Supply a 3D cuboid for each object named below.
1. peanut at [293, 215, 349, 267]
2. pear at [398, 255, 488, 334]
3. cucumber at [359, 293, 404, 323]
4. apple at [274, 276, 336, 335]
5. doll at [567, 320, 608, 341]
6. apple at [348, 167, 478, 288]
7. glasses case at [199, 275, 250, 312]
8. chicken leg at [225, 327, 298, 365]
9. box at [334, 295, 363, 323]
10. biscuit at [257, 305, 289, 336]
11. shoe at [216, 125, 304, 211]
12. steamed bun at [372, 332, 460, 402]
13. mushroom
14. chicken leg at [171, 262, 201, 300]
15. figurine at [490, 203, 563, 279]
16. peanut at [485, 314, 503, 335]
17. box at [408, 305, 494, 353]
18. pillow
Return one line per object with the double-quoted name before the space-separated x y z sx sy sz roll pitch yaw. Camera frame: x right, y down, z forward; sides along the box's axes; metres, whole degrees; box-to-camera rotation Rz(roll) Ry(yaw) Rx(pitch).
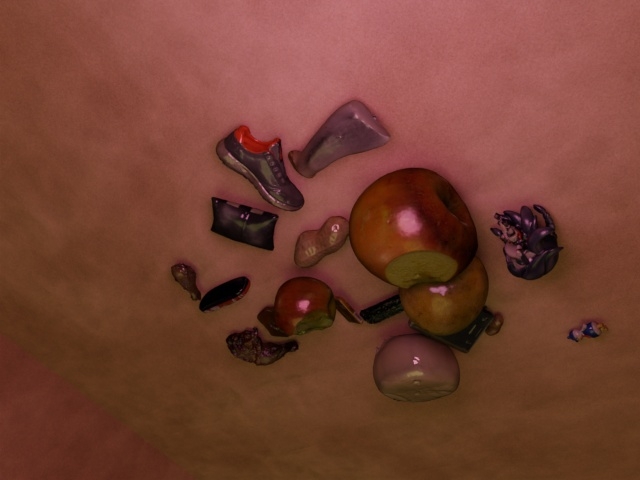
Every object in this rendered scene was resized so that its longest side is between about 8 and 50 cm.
"peanut" 0.000 0.000 1.788 0.275 0.111 0.125 -36 99 31
"pear" 0.414 0.178 1.711 0.304 0.303 0.303 7 130 8
"cucumber" 0.273 0.255 1.953 0.265 0.077 0.077 -32 116 33
"apple" -0.057 0.261 1.924 0.227 0.246 0.246 1 129 9
"doll" 0.982 0.339 1.869 0.099 0.057 0.143 34 134 -27
"apple" 0.272 -0.022 1.537 0.374 0.374 0.384 -34 101 34
"glasses case" -0.393 0.223 2.064 0.267 0.103 0.067 -25 120 31
"chicken leg" -0.264 0.476 2.267 0.323 0.083 0.177 20 116 -1
"box" 0.099 0.276 2.020 0.156 0.022 0.089 48 152 -23
"biscuit" -0.149 0.334 2.144 0.216 0.034 0.182 -19 123 24
"shoe" -0.157 -0.246 1.608 0.336 0.132 0.171 39 125 -12
"steamed bun" 0.388 0.494 2.020 0.312 0.232 0.334 -25 138 29
"mushroom" 0.040 -0.285 1.518 0.329 0.122 0.159 -31 80 35
"chicken leg" -0.538 0.174 2.070 0.085 0.069 0.197 -32 122 -19
"figurine" 0.652 0.004 1.595 0.197 0.175 0.264 -7 135 12
"peanut" 0.666 0.326 1.936 0.054 0.053 0.113 13 131 3
"box" 0.497 0.297 1.914 0.270 0.045 0.210 27 108 -9
"pillow" -0.277 -0.057 1.802 0.250 0.106 0.185 16 138 3
